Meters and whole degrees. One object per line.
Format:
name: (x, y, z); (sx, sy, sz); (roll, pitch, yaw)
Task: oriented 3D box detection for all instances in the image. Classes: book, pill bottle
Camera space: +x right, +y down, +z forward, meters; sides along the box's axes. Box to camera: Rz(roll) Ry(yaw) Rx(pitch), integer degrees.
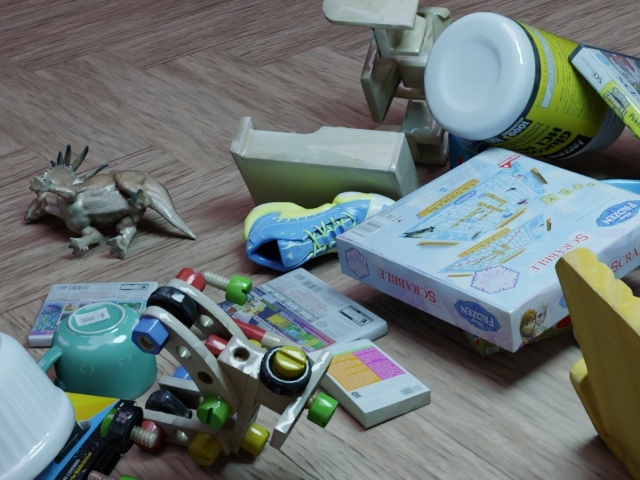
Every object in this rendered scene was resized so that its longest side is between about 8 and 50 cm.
book: (0.059, 0.174, 1.759); (0.096, 0.035, 0.144); (-17, 31, -25)
pill bottle: (0.326, -0.224, 2.143); (0.334, 0.188, 0.188); (8, 12, -47)

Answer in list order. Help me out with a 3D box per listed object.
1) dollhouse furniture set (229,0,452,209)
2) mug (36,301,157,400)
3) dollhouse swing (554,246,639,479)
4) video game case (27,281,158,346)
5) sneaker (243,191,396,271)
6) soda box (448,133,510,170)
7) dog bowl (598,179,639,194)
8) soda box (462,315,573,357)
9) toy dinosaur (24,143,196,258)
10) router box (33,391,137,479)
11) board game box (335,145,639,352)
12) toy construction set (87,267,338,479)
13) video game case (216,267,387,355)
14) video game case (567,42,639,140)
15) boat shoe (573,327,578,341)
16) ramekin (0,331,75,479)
dollhouse furniture set: (0.052, -0.238, 2.195); (0.256, 0.362, 0.394); (6, 61, 18)
mug: (-0.286, 0.146, 1.803); (0.129, 0.097, 0.158); (7, 31, 21)
dollhouse swing: (0.439, 0.154, 1.447); (0.315, 0.305, 0.347); (-13, 29, -12)
video game case: (-0.316, 0.102, 1.971); (0.157, 0.019, 0.143); (-2, 29, 6)
sneaker: (0.000, 0.000, 2.036); (0.240, 0.091, 0.126); (-6, 32, 15)
soda box: (0.262, -0.107, 2.188); (0.067, 0.071, 0.210); (-12, 29, -10)
dog bowl: (0.486, -0.023, 1.993); (0.297, 0.074, 0.166); (3, 30, 16)
soda box: (0.279, 0.092, 1.838); (0.181, 0.058, 0.061); (-14, 29, -16)
toy dinosaur: (-0.332, -0.070, 2.188); (0.296, 0.127, 0.200); (3, 23, 4)
router box: (-0.310, 0.251, 1.670); (0.133, 0.046, 0.179); (4, 31, 18)
board game box: (0.243, -0.001, 1.875); (0.319, 0.066, 0.318); (-29, 35, -30)
toy construction set: (-0.085, 0.166, 1.657); (0.237, 0.257, 0.309); (20, 24, 11)
video game case: (-0.042, 0.113, 1.898); (0.183, 0.023, 0.201); (-23, 34, -29)
video game case: (0.518, -0.184, 2.090); (0.275, 0.035, 0.248); (2, 46, -49)
boat shoe: (0.398, 0.120, 1.759); (0.066, 0.063, 0.184); (-27, 36, -34)
ramekin: (-0.427, 0.210, 1.605); (0.273, 0.127, 0.273); (-21, 22, 9)
